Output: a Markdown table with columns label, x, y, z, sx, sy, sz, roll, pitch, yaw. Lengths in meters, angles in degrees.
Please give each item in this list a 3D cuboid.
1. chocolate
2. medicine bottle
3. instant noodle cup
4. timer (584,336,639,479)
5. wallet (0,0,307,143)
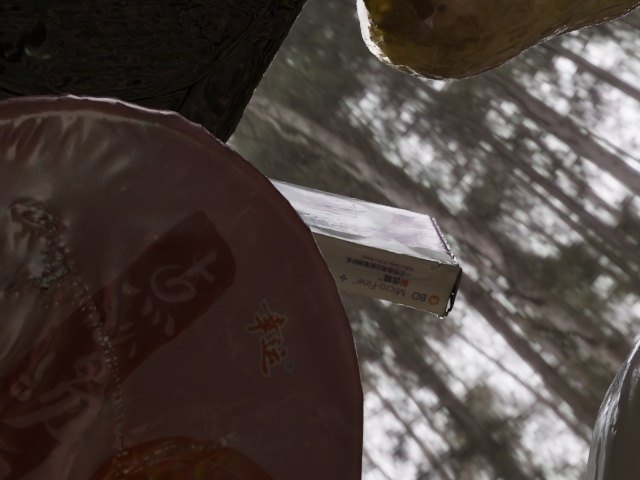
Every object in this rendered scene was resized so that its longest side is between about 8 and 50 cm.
| label | x | y | z | sx | sy | sz | roll | pitch | yaw |
| --- | --- | --- | --- | --- | --- | --- | --- | --- | --- |
| chocolate | 0.151 | -0.201 | 1.311 | 0.309 | 0.134 | 0.134 | -28 | -64 | -33 |
| medicine bottle | 0.000 | 0.000 | 1.387 | 0.201 | 0.171 | 0.052 | 14 | -78 | -5 |
| instant noodle cup | -0.145 | 0.068 | 0.674 | 0.243 | 0.231 | 0.243 | -2 | -86 | -35 |
| timer | 0.193 | 0.115 | 0.461 | 0.262 | 0.087 | 0.237 | 13 | -116 | -2 |
| wallet | -0.099 | -0.169 | 0.848 | 0.247 | 0.041 | 0.323 | 18 | -64 | -29 |
